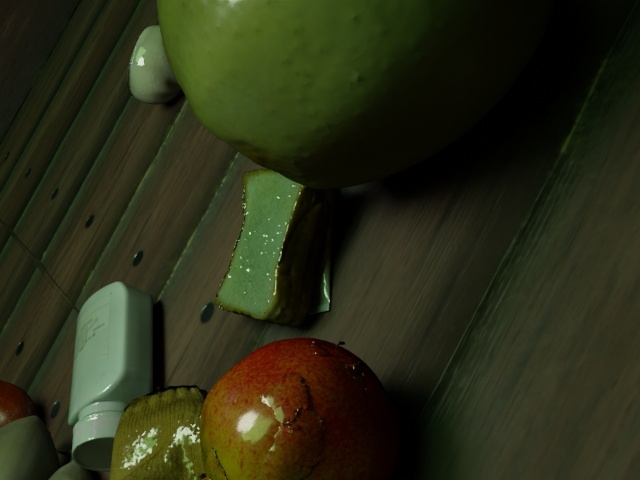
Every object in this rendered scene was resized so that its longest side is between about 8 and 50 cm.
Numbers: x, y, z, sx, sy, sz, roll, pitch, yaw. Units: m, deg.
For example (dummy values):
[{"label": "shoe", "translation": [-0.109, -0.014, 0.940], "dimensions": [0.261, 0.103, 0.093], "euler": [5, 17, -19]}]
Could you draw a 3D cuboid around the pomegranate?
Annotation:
[{"label": "pomegranate", "translation": [-0.030, 0.215, 0.776], "dimensions": [0.235, 0.210, 0.210], "euler": [-54, 34, -13]}]

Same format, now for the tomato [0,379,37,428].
[{"label": "tomato", "translation": [-0.665, 0.362, 1.437], "dimensions": [0.232, 0.232, 0.188], "euler": [-47, 16, 18]}]

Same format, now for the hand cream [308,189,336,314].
[{"label": "hand cream", "translation": [0.000, -0.001, 1.042], "dimensions": [0.052, 0.038, 0.216], "euler": [136, 143, -62]}]

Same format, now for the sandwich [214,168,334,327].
[{"label": "sandwich", "translation": [-0.066, 0.008, 1.047], "dimensions": [0.186, 0.065, 0.214], "euler": [9, 84, 59]}]

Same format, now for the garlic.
[{"label": "garlic", "translation": [-0.441, 0.425, 1.190], "dimensions": [0.340, 0.231, 0.246], "euler": [-82, -6, -52]}]

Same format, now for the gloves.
[{"label": "gloves", "translation": [-0.179, 0.314, 0.918], "dimensions": [0.203, 0.155, 0.356], "euler": [-16, 20, -1]}]

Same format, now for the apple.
[{"label": "apple", "translation": [0.026, -0.297, 0.874], "dimensions": [0.474, 0.474, 0.473], "euler": [-29, 46, 35]}]

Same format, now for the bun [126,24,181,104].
[{"label": "bun", "translation": [-0.343, -0.376, 1.634], "dimensions": [0.173, 0.120, 0.173], "euler": [-161, 90, -88]}]

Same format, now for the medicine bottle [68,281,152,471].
[{"label": "medicine bottle", "translation": [-0.344, 0.221, 1.235], "dimensions": [0.161, 0.111, 0.296], "euler": [-42, 38, 26]}]
